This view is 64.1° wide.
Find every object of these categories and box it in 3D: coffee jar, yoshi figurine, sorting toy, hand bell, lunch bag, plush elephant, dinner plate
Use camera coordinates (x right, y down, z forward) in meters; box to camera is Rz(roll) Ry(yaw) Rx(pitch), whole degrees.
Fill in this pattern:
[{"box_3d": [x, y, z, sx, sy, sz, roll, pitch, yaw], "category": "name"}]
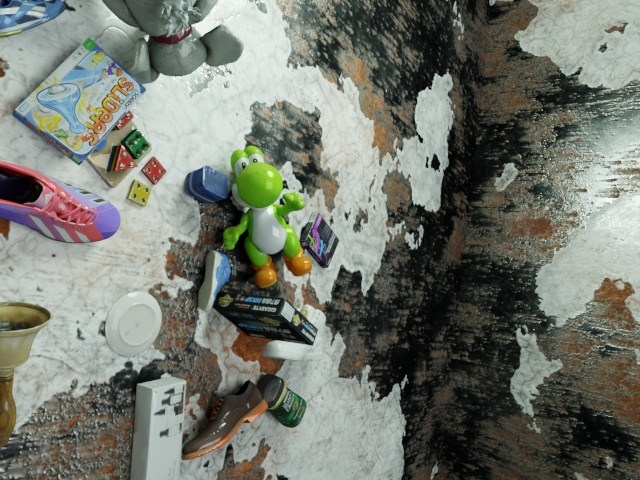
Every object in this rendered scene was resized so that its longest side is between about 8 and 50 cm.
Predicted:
[{"box_3d": [-0.117, 0.467, 1.490, 0.184, 0.079, 0.096, 55, 50, -41], "category": "coffee jar"}, {"box_3d": [-0.140, -0.056, 1.303, 0.203, 0.203, 0.362, -41, 123, -47], "category": "yoshi figurine"}, {"box_3d": [-0.409, -0.192, 1.044, 0.132, 0.046, 0.274, -59, 137, -33], "category": "sorting toy"}, {"box_3d": [-0.539, 0.240, 0.875, 0.126, 0.126, 0.241, -8, 112, -55], "category": "hand bell"}, {"box_3d": [-0.272, -0.131, 1.231, 0.098, 0.065, 0.067, 30, 53, -51], "category": "lunch bag"}, {"box_3d": [-0.301, -0.453, 1.027, 0.272, 0.255, 0.329, -11, 65, -16], "category": "plush elephant"}, {"box_3d": [-0.402, 0.182, 1.115, 0.141, 0.017, 0.141, -7, 99, -53], "category": "dinner plate"}]

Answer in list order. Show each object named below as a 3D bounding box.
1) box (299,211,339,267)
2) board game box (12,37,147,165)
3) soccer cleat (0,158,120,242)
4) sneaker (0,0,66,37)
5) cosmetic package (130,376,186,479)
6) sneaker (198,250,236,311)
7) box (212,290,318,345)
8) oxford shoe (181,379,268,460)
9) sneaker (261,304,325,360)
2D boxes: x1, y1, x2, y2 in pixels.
[{"box_3d": [0.000, 0.000, 1.660, 0.162, 0.029, 0.116, 52, 52, -45], "category": "box"}, {"box_3d": [-0.441, -0.259, 0.953, 0.136, 0.035, 0.201, 42, 62, -26], "category": "board game box"}, {"box_3d": [-0.477, -0.064, 0.896, 0.318, 0.117, 0.108, 27, 71, -52], "category": "soccer cleat"}, {"box_3d": [-0.507, -0.398, 0.881, 0.144, 0.053, 0.059, -50, 129, -42], "category": "sneaker"}, {"box_3d": [-0.364, 0.438, 1.151, 0.099, 0.061, 0.238, 4, 90, -54], "category": "cosmetic package"}, {"box_3d": [-0.252, 0.107, 1.283, 0.085, 0.058, 0.152, 20, 70, -45], "category": "sneaker"}, {"box_3d": [-0.141, 0.199, 1.310, 0.175, 0.220, 0.051, 52, 50, -45], "category": "box"}, {"box_3d": [-0.256, 0.456, 1.304, 0.271, 0.097, 0.098, -27, 90, -52], "category": "oxford shoe"}, {"box_3d": [-0.074, 0.272, 1.523, 0.292, 0.108, 0.169, 24, 72, -64], "category": "sneaker"}]
